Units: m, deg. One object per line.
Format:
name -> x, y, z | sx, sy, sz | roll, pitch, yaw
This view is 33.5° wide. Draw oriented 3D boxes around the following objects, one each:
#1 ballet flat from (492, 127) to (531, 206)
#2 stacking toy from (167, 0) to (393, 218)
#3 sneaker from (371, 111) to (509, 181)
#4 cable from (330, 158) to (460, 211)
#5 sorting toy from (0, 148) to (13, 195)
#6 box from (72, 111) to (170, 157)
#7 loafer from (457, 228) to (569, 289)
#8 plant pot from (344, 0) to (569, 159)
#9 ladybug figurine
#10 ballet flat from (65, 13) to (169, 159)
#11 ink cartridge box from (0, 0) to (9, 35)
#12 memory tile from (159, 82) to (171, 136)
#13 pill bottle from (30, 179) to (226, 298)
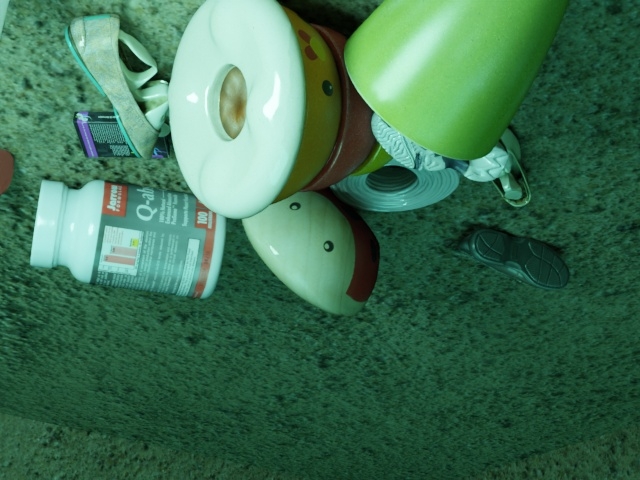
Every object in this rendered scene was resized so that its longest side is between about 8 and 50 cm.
ballet flat -> 0.342, -0.138, 1.994 | 0.086, 0.086, 0.248 | -12, 149, 23
stacking toy -> 0.027, -0.216, 1.722 | 0.480, 0.351, 0.350 | -3, 159, -37
sneaker -> 0.175, -0.185, 1.669 | 0.235, 0.153, 0.094 | 10, 126, -19
cable -> 0.137, -0.138, 1.991 | 0.257, 0.089, 0.257 | 1, 152, -1
sorting toy -> -0.681, -0.202, 1.920 | 0.126, 0.127, 0.365 | 25, 155, 19
box -> -0.365, -0.195, 1.964 | 0.162, 0.029, 0.116 | 2, 151, 1
loafer -> 0.424, 0.039, 2.340 | 0.267, 0.096, 0.084 | 22, 166, -23
plant pot -> 0.226, -0.313, 1.520 | 0.274, 0.275, 0.293 | 17, 132, -27
ladybug figurine -> 0.000, 0.000, 2.059 | 0.162, 0.305, 0.449 | -43, 174, 7
ballet flat -> -0.309, -0.250, 1.763 | 0.106, 0.107, 0.316 | -19, 144, 4
ink cartridge box -> -0.517, -0.356, 1.407 | 0.114, 0.273, 0.198 | -9, 150, 24
memory tile -> -0.277, -0.230, 1.877 | 0.148, 0.012, 0.113 | -8, 136, 11
pill bottle -> -0.383, -0.008, 2.125 | 0.363, 0.210, 0.210 | 8, 151, -14
